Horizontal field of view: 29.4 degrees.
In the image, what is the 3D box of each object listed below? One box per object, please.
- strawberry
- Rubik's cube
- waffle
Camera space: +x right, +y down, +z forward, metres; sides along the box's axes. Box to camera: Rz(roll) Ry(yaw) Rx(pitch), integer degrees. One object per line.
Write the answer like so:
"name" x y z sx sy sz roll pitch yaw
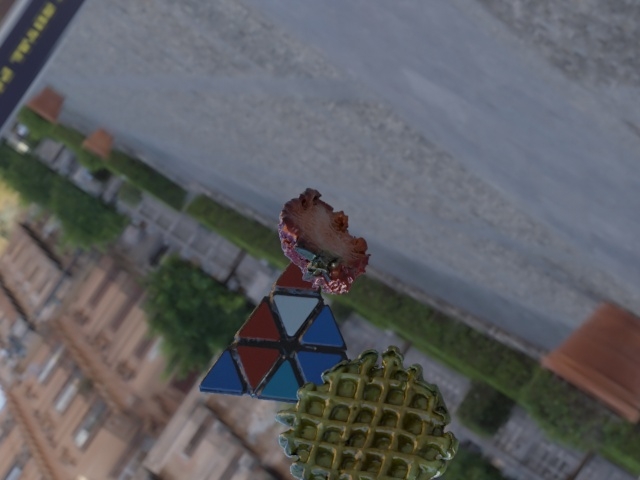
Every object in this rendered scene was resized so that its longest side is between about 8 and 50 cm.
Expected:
"strawberry" -0.001 0.003 1.244 0.104 0.048 0.152 29 -157 -14
"Rubik's cube" -0.065 0.127 1.922 0.250 0.234 0.284 2 -173 -10
"waffle" 0.048 0.204 1.309 0.169 0.183 0.036 59 173 29
